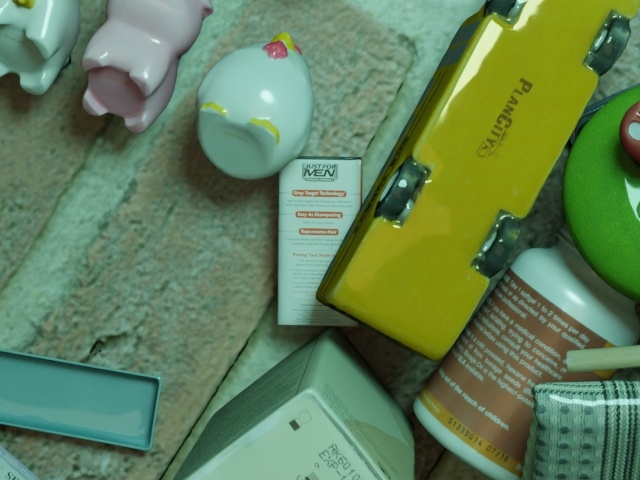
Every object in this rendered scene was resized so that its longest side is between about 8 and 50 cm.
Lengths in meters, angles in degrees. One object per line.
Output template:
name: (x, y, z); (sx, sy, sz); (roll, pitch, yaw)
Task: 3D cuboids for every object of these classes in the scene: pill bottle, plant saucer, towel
pill bottle: (0.182, 0.086, 1.308); (0.121, 0.121, 0.216); (35, 98, 0)
plant saucer: (-0.235, 0.133, 1.395); (0.192, 0.018, 0.067); (10, 96, 2)
towel: (0.310, 0.227, 1.280); (0.312, 0.056, 0.324); (0, 130, 2)

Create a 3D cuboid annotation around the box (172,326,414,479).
box: (-0.016, 0.171, 1.235); (0.148, 0.311, 0.121); (-38, 92, 7)

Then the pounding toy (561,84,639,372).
pounding toy: (0.270, -0.021, 1.169); (0.182, 0.110, 0.237); (3, 75, 5)

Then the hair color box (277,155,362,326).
hair color box: (0.000, 0.000, 1.351); (0.072, 0.043, 0.141); (2, 97, 4)

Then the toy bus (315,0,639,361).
toy bus: (0.124, -0.073, 1.273); (0.108, 0.130, 0.333); (29, 87, -6)

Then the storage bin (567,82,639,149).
storage bin: (0.277, -0.080, 1.300); (0.135, 0.091, 0.098); (-24, 94, 7)

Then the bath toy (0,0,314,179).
bath toy: (-0.156, -0.177, 1.310); (0.348, 0.129, 0.151); (26, 141, 3)

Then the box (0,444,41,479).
box: (-0.324, 0.189, 1.374); (0.324, 0.063, 0.067); (42, 129, -1)
